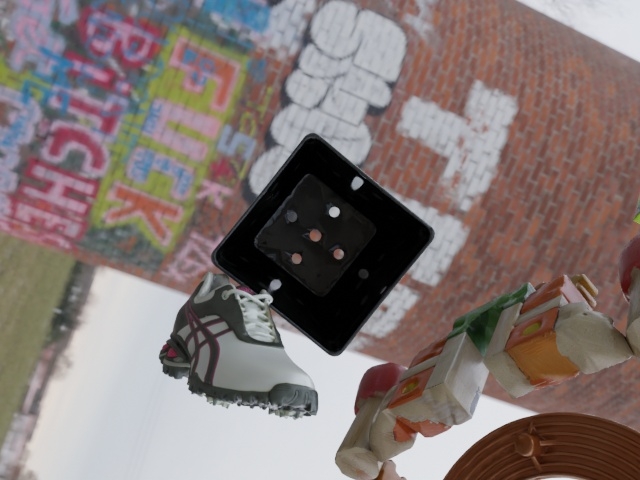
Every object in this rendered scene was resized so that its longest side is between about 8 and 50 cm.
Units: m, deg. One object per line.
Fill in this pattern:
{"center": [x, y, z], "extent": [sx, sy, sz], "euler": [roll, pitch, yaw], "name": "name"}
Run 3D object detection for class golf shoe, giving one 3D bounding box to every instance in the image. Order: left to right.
{"center": [-0.086, 0.104, 0.928], "extent": [0.272, 0.105, 0.120], "euler": [14, -93, 58], "name": "golf shoe"}

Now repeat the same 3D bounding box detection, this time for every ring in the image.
{"center": [0.209, 0.321, 0.803], "extent": [0.336, 0.032, 0.337], "euler": [-18, -116, 41], "name": "ring"}

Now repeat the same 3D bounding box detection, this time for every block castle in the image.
{"center": [0.266, 0.208, 1.033], "extent": [0.453, 0.303, 0.213], "euler": [-31, -170, 31], "name": "block castle"}

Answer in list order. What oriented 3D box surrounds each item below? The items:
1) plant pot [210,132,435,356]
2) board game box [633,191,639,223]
{"center": [0.000, 0.000, 1.108], "extent": [0.187, 0.188, 0.167], "euler": [-51, -175, 2], "name": "plant pot"}
{"center": [0.523, -0.025, 1.242], "extent": [0.092, 0.181, 0.043], "euler": [-60, 178, -42], "name": "board game box"}
